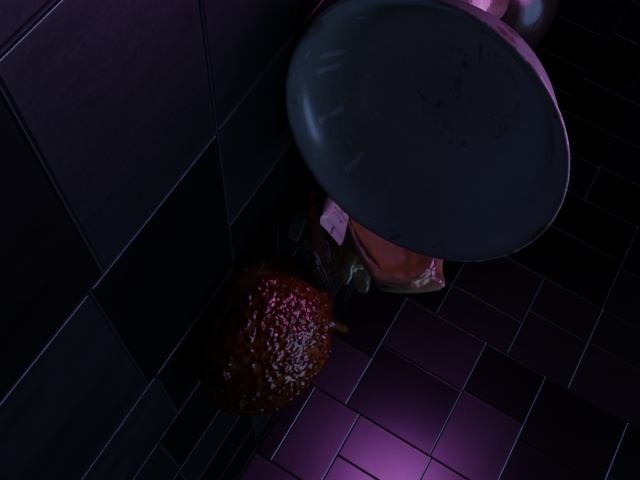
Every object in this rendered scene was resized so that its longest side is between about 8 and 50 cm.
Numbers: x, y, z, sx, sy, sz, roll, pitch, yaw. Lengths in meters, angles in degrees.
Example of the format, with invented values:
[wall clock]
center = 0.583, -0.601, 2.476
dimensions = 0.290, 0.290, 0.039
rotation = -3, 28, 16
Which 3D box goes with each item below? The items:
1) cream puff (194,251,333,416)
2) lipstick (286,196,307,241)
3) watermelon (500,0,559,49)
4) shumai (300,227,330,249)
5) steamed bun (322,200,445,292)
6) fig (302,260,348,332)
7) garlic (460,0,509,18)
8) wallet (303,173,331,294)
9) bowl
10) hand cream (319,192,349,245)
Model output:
[cream puff]
center = -0.094, 0.195, 1.411
dimensions = 0.350, 0.228, 0.350
rotation = -56, 167, -21
[lipstick]
center = -0.037, -0.061, 1.531
dimensions = 0.030, 0.030, 0.129
rotation = -43, 157, -60
[watermelon]
center = 0.365, -0.518, 1.528
dimensions = 0.279, 0.278, 0.359
rotation = -57, 170, -20
[shumai]
center = 0.000, 0.000, 1.739
dimensions = 0.082, 0.080, 0.083
rotation = -48, 166, -44
[steamed bun]
center = 0.101, -0.044, 1.547
dimensions = 0.247, 0.428, 0.189
rotation = -13, 153, -8
[fig]
center = -0.026, 0.148, 1.663
dimensions = 0.175, 0.207, 0.175
rotation = -48, 170, -11
[garlic]
center = 0.200, -0.392, 1.226
dimensions = 0.246, 0.231, 0.340
rotation = -63, 164, -1
[wallet]
center = -0.004, -0.016, 1.409
dimensions = 0.122, 0.031, 0.232
rotation = 71, 9, -46
[bowl]
center = 0.179, -0.195, 1.059
dimensions = 0.196, 0.434, 0.435
rotation = -52, 167, -36
[hand cream]
center = 0.046, -0.128, 1.458
dimensions = 0.095, 0.059, 0.276
rotation = 48, 45, -46
